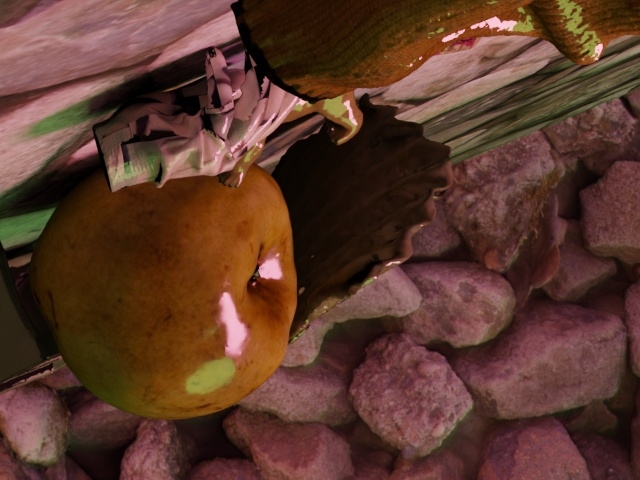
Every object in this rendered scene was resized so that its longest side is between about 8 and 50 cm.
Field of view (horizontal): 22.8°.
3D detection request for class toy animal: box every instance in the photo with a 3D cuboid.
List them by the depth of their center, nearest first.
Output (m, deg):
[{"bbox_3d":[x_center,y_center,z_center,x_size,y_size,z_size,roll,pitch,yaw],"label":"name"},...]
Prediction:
[{"bbox_3d":[-0.050,-0.137,1.578,0.219,0.103,0.101,-22,157,-2],"label":"toy animal"}]

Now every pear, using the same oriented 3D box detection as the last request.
[{"bbox_3d":[-0.175,0.042,1.759,0.304,0.304,0.304,-24,177,-1],"label":"pear"}]

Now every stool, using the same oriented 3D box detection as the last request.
[{"bbox_3d":[-0.373,0.084,1.960,0.270,0.170,0.243,-27,177,36],"label":"stool"}]

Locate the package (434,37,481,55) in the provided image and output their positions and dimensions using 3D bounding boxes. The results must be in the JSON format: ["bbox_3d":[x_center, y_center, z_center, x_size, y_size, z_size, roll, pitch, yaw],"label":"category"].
[{"bbox_3d":[0.169,-0.241,1.876,0.059,0.029,0.083,-13,161,-33],"label":"package"}]

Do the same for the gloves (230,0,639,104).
[{"bbox_3d":[0.103,-0.192,1.092,0.356,0.155,0.203,-8,178,31],"label":"gloves"}]

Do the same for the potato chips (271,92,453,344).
[{"bbox_3d":[0.004,-0.003,1.960,0.389,0.097,0.373,-35,-146,43],"label":"potato chips"}]

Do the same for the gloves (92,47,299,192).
[{"bbox_3d":[-0.097,-0.111,1.431,0.212,0.111,0.127,-16,170,-10],"label":"gloves"}]
